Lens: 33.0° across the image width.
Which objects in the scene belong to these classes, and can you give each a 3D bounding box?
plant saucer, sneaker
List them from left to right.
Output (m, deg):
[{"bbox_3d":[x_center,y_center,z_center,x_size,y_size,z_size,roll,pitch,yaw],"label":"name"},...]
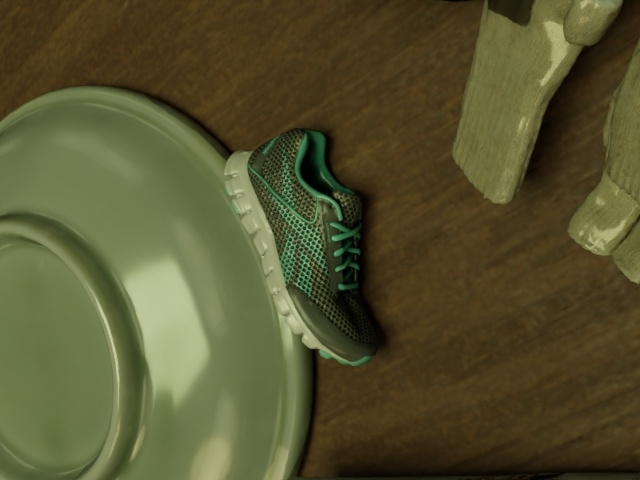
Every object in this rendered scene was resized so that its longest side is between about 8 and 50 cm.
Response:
[{"bbox_3d":[-0.193,0.084,0.827,0.400,0.100,0.401,7,102,35],"label":"plant saucer"},{"bbox_3d":[0.000,0.000,0.701,0.076,0.065,0.167,-33,80,30],"label":"sneaker"}]

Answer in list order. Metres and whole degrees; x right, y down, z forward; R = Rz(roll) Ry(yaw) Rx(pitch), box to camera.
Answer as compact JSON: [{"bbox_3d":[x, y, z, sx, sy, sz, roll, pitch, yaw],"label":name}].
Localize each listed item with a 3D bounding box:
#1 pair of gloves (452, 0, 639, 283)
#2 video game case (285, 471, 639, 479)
[{"bbox_3d":[0.144,-0.096,0.535,0.240,0.042,0.204,-132,47,-60],"label":"pair of gloves"},{"bbox_3d":[0.095,0.278,0.654,0.244,0.061,0.270,-7,91,26],"label":"video game case"}]
